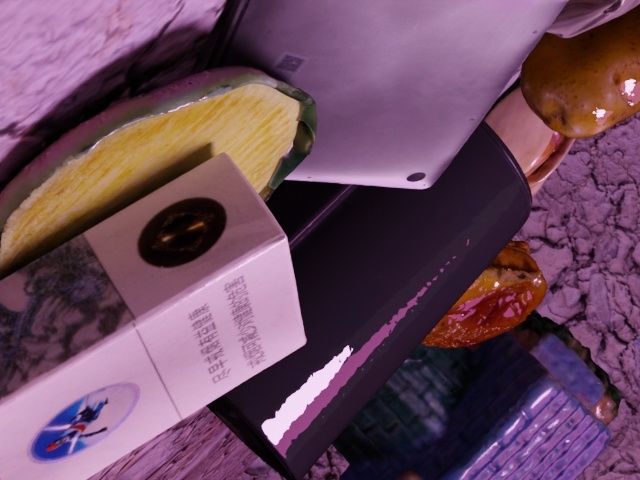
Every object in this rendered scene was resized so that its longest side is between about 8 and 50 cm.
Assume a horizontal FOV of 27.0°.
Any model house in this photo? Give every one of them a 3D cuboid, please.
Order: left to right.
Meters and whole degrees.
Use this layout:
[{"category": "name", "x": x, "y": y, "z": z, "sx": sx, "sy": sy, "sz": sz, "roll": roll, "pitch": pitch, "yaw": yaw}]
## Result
[{"category": "model house", "x": 0.170, "y": 0.220, "z": 1.912, "sx": 0.395, "sy": 0.445, "sz": 0.400, "roll": -44, "pitch": 171, "yaw": 7}]

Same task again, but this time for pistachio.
[{"category": "pistachio", "x": 0.263, "y": -0.138, "z": 1.769, "sx": 0.200, "sy": 0.117, "sz": 0.145, "roll": -59, "pitch": -147, "yaw": -1}]

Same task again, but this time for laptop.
[{"category": "laptop", "x": 0.031, "y": -0.107, "z": 0.784, "sx": 0.188, "sy": 0.015, "sz": 0.269, "roll": 4, "pitch": 149, "yaw": -20}]

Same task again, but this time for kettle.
[{"category": "kettle", "x": -0.005, "y": -0.001, "z": 1.085, "sx": 0.308, "sy": 0.262, "sz": 0.203, "roll": -45, "pitch": -153, "yaw": -12}]

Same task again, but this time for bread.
[{"category": "bread", "x": -0.103, "y": -0.026, "z": 0.769, "sx": 0.228, "sy": 0.033, "sz": 0.228, "roll": -30, "pitch": 164, "yaw": -10}, {"category": "bread", "x": 0.106, "y": 0.064, "z": 1.560, "sx": 0.380, "sy": 0.109, "sz": 0.185, "roll": 2, "pitch": 158, "yaw": -46}]

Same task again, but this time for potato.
[{"category": "potato", "x": 0.353, "y": -0.228, "z": 1.480, "sx": 0.369, "sy": 0.195, "sz": 0.176, "roll": -40, "pitch": 161, "yaw": -33}]

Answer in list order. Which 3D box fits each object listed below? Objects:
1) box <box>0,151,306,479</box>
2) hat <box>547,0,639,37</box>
[{"category": "box", "x": -0.137, "y": 0.071, "z": 0.773, "sx": 0.256, "sy": 0.069, "sz": 0.164, "roll": -31, "pitch": 156, "yaw": -11}, {"category": "hat", "x": 0.255, "y": -0.251, "z": 1.148, "sx": 0.214, "sy": 0.149, "sz": 0.245, "roll": -46, "pitch": 160, "yaw": 18}]
